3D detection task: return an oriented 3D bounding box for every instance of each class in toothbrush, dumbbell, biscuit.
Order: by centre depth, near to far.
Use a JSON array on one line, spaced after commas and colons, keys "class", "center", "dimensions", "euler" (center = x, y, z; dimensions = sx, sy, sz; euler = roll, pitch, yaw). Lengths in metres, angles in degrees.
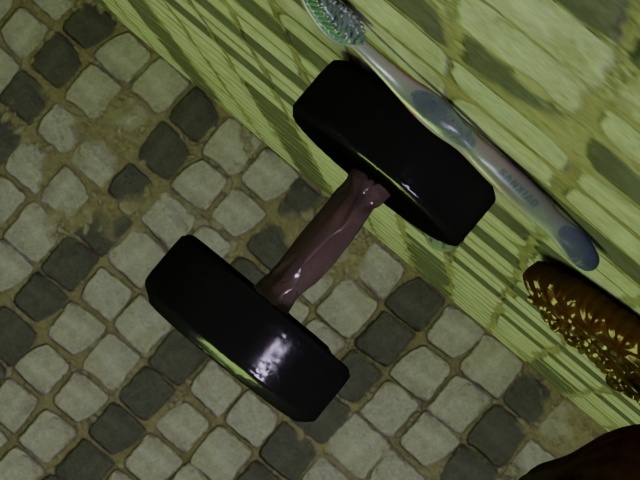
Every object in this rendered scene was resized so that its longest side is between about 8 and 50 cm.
[{"class": "toothbrush", "center": [0.084, -0.063, 1.047], "dimensions": [0.269, 0.021, 0.027], "euler": [40, -176, -25]}, {"class": "dumbbell", "center": [0.000, 0.000, 1.204], "dimensions": [0.152, 0.218, 0.152], "euler": [39, 177, 2]}, {"class": "biscuit", "center": [0.276, 0.123, 1.369], "dimensions": [0.305, 0.038, 0.305], "euler": [40, 179, 1]}]

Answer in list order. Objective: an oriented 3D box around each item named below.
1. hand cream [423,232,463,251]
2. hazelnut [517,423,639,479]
[{"class": "hand cream", "center": [0.102, -0.027, 1.521], "dimensions": [0.052, 0.038, 0.216], "euler": [16, 168, 10]}, {"class": "hazelnut", "center": [0.219, 0.249, 1.283], "dimensions": [0.229, 0.229, 0.229], "euler": [40, 179, 1]}]
